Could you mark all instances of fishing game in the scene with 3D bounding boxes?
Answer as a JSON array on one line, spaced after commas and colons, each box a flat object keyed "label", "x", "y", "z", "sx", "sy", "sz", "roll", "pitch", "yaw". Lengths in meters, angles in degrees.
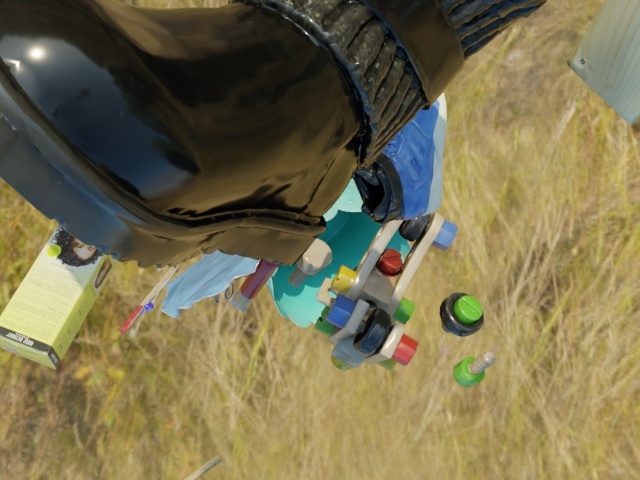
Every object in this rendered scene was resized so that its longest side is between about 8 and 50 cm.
[{"label": "fishing game", "x": -0.090, "y": 0.021, "z": 0.887, "sx": 0.264, "sy": 0.189, "sz": 0.041, "roll": -26, "pitch": 110, "yaw": 31}]

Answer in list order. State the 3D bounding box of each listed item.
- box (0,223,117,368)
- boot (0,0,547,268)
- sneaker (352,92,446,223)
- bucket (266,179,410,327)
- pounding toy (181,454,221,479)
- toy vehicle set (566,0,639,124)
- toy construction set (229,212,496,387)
[{"label": "box", "x": -0.346, "y": 0.052, "z": 1.146, "sx": 0.087, "sy": 0.232, "sz": 0.058, "roll": 18, "pitch": 152, "yaw": 8}, {"label": "boot", "x": -0.011, "y": -0.121, "z": 0.432, "sx": 0.260, "sy": 0.348, "sz": 0.131, "roll": -46, "pitch": 76, "yaw": 11}, {"label": "sneaker", "x": 0.065, "y": -0.089, "z": 0.758, "sx": 0.084, "sy": 0.058, "sz": 0.152, "roll": -16, "pitch": 114, "yaw": -30}, {"label": "bucket", "x": 0.000, "y": 0.000, "z": 1.498, "sx": 0.281, "sy": 0.183, "sz": 0.281, "roll": -17, "pitch": 136, "yaw": -18}, {"label": "pounding toy", "x": -0.157, "y": 0.421, "z": 1.272, "sx": 0.206, "sy": 0.181, "sz": 0.094, "roll": 22, "pitch": 162, "yaw": -27}, {"label": "toy vehicle set", "x": 0.217, "y": -0.161, "z": 0.305, "sx": 0.035, "sy": 0.267, "sz": 0.166, "roll": 48, "pitch": 152, "yaw": 15}, {"label": "toy construction set", "x": 0.029, "y": 0.084, "z": 1.126, "sx": 0.308, "sy": 0.257, "sz": 0.237, "roll": 10, "pitch": 146, "yaw": -22}]
